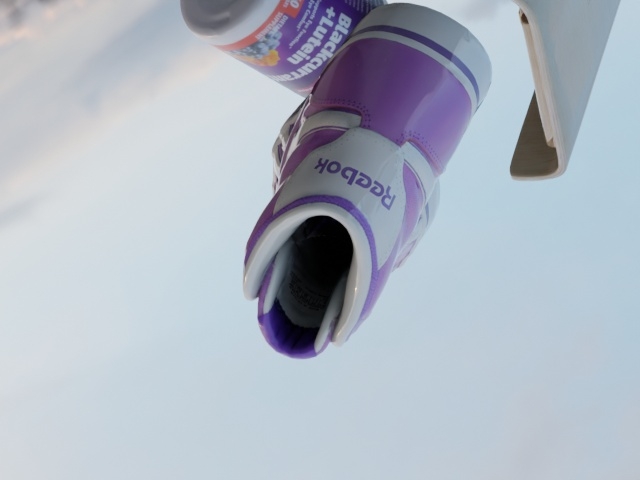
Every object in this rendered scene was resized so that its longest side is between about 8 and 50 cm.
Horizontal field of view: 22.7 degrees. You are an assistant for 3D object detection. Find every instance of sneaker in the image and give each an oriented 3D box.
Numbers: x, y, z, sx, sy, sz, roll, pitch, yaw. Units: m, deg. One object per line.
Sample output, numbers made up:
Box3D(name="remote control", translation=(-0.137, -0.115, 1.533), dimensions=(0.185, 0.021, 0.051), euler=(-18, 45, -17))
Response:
Box3D(name="sneaker", translation=(-0.001, -0.001, 0.865), dimensions=(0.282, 0.102, 0.161), euler=(104, 11, -68))

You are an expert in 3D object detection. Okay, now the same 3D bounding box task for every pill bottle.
Box3D(name="pill bottle", translation=(-0.010, -0.173, 1.272), dimensions=(0.108, 0.193, 0.108), euler=(-18, -119, 36))

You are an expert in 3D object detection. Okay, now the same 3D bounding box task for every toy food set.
Box3D(name="toy food set", translation=(0.184, -0.217, 1.343), dimensions=(0.092, 0.306, 0.220), euler=(12, -114, 21))
